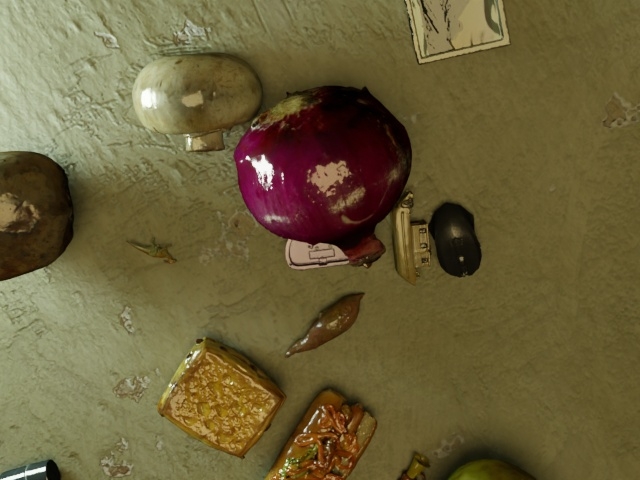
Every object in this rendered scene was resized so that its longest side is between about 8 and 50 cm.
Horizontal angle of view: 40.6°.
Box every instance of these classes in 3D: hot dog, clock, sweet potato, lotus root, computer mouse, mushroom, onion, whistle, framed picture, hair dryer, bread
[{"bbox_3d":[-0.016,0.493,1.875,0.158,0.117,0.349,34,89,-8],"label":"hot dog"},{"bbox_3d":[0.000,0.000,1.805,0.152,0.050,0.110,-6,105,1],"label":"clock"},{"bbox_3d":[0.009,0.189,1.850,0.226,0.068,0.068,-40,101,10],"label":"sweet potato"},{"bbox_3d":[-0.579,-0.054,1.703,0.192,0.272,0.272,-9,105,-7],"label":"lotus root"},{"bbox_3d":[0.284,0.004,1.804,0.099,0.057,0.172,-16,106,7],"label":"computer mouse"},{"bbox_3d":[-0.240,-0.261,1.665,0.253,0.189,0.195,-2,102,4],"label":"mushroom"},{"bbox_3d":[0.029,-0.099,1.643,0.347,0.348,0.385,-25,116,6],"label":"onion"},{"bbox_3d":[0.209,0.535,1.963,0.046,0.057,0.109,45,117,34],"label":"whistle"},{"bbox_3d":[0.257,-0.493,1.693,0.192,0.018,0.266,-13,105,4],"label":"framed picture"},{"bbox_3d":[-0.630,0.602,1.963,0.124,0.071,0.219,-18,113,6],"label":"hair dryer"},{"bbox_3d":[-0.210,0.341,1.875,0.235,0.099,0.210,33,100,-3],"label":"bread"}]

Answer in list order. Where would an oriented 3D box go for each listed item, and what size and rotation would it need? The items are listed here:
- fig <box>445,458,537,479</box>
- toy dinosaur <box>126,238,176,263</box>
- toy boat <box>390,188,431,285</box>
[{"bbox_3d":[0.356,0.651,1.853,0.343,0.343,0.344,0,105,0],"label":"fig"},{"bbox_3d":[-0.352,0.016,1.819,0.113,0.026,0.041,26,121,-16],"label":"toy dinosaur"},{"bbox_3d":[0.190,-0.006,1.803,0.077,0.057,0.201,-8,104,-3],"label":"toy boat"}]
